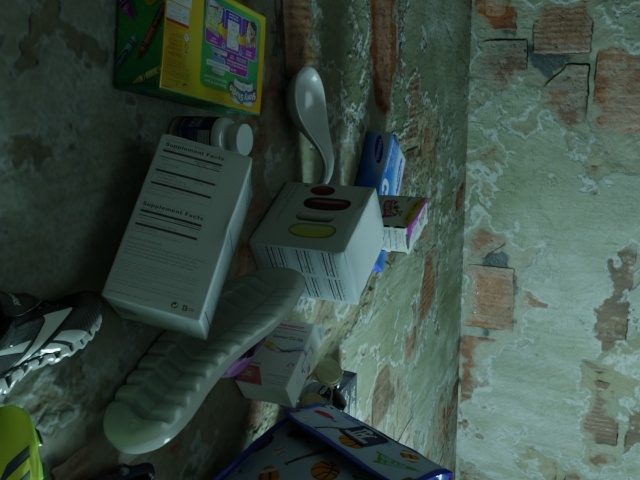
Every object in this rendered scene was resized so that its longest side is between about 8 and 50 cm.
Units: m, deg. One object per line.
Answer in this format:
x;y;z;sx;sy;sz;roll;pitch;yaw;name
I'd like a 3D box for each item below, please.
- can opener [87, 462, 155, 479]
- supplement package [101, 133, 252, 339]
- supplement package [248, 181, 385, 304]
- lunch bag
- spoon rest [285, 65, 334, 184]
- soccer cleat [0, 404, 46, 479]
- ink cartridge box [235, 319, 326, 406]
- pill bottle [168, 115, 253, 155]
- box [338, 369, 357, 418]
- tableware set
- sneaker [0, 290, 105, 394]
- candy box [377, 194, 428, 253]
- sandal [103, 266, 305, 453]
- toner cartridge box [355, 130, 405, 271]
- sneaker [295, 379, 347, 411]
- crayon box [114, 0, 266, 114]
-0.300;0.351;0.937;0.186;0.073;0.059;14;90;-57;can opener
-0.192;-0.003;0.950;0.139;0.133;0.244;106;-1;-69;supplement package
0.000;0.000;1.349;0.149;0.203;0.194;74;31;-41;supplement package
0.014;0.483;1.242;0.385;0.327;0.239;-32;129;-38;lunch bag
-0.018;-0.225;1.404;0.137;0.084;0.276;-40;132;-58;spoon rest
-0.381;0.317;0.702;0.121;0.093;0.289;37;61;-55;soccer cleat
-0.075;0.225;1.341;0.067;0.115;0.198;73;32;-41;ink cartridge box
-0.168;-0.158;1.033;0.067;0.120;0.067;6;90;-67;pill bottle
0.037;0.476;1.725;0.183;0.056;0.231;-31;124;-62;box
-0.031;0.308;1.463;0.020;0.141;0.169;-45;-165;56;tableware set
-0.337;0.096;0.764;0.234;0.078;0.106;-39;133;-55;sneaker
0.118;-0.046;1.567;0.159;0.233;0.071;-51;141;-52;candy box
-0.173;0.183;1.063;0.416;0.169;0.102;-43;132;-39;sandal
0.148;-0.104;1.818;0.165;0.075;0.348;46;54;-62;toner cartridge box
-0.008;0.406;1.494;0.086;0.132;0.229;37;49;-26;sneaker
-0.185;-0.289;1.013;0.278;0.081;0.165;-6;101;-66;crayon box
